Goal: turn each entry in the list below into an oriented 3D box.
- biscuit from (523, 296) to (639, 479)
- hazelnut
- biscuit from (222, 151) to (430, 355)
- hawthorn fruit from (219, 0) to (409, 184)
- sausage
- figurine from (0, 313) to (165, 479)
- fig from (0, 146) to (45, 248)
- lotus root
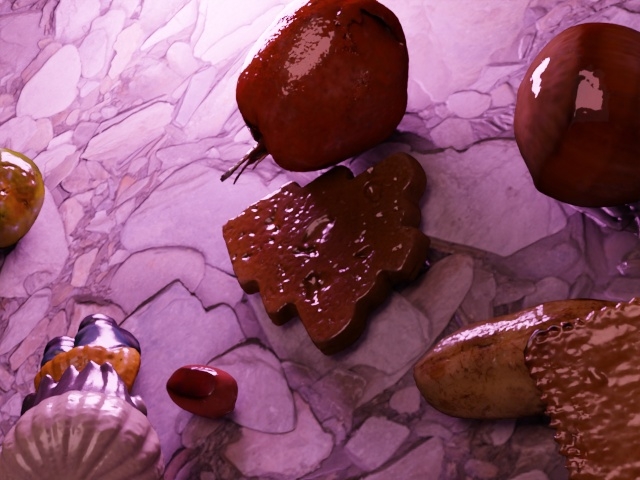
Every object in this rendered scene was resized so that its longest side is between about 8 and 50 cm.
[{"bbox_3d":[0.323,0.156,0.953,0.237,0.013,0.232,-21,73,13],"label":"biscuit"},{"bbox_3d":[0.311,-0.131,1.151,0.214,0.176,0.214,-1,66,1],"label":"hazelnut"},{"bbox_3d":[0.001,0.001,1.329,0.302,0.043,0.278,12,65,39],"label":"biscuit"},{"bbox_3d":[-0.017,-0.178,1.369,0.299,0.211,0.211,-43,44,-11],"label":"hawthorn fruit"},{"bbox_3d":[-0.137,0.177,1.266,0.094,0.054,0.059,8,60,36],"label":"sausage"},{"bbox_3d":[-0.277,0.205,1.226,0.185,0.204,0.332,-34,44,8],"label":"figurine"},{"bbox_3d":[-0.532,-0.069,1.641,0.234,0.167,0.167,11,62,29],"label":"fig"},{"bbox_3d":[0.211,0.121,1.066,0.259,0.097,0.110,-16,51,26],"label":"lotus root"}]
